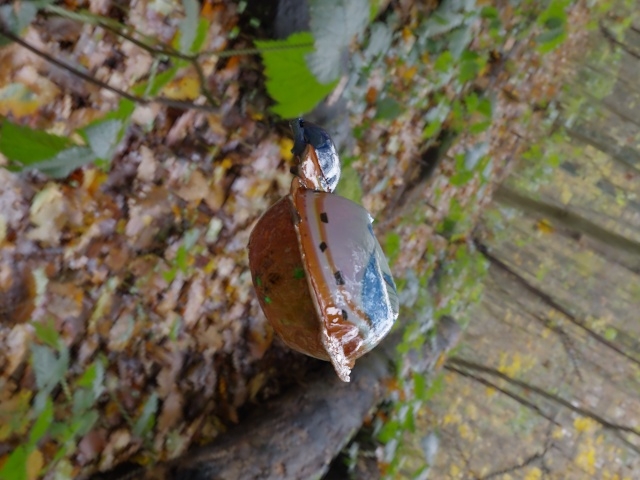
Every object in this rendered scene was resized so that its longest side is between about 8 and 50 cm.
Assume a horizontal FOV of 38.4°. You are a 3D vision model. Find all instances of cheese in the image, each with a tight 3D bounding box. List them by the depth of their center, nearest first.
[{"bbox_3d":[0.000,0.000,0.982,0.329,0.129,0.217,-95,166,-46],"label":"cheese"}]
